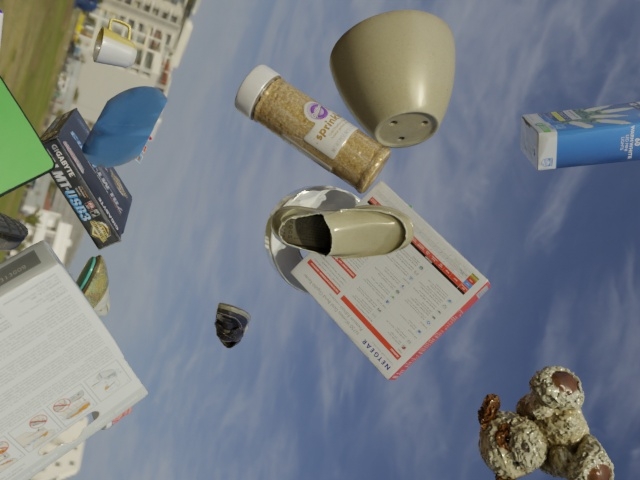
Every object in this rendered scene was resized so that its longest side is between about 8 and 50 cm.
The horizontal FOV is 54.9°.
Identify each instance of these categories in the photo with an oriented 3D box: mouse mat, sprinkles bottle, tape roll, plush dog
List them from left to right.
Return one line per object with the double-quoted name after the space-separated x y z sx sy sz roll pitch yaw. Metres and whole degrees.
-0.431 -0.149 0.772 0.007 0.190 0.153 -19 -162 27 "mouse mat"
-0.018 -0.248 1.374 0.121 0.355 0.121 -54 174 -8 "sprinkles bottle"
0.000 0.000 1.591 0.100 0.286 0.286 -161 -93 -74 "tape roll"
0.439 0.406 1.282 0.210 0.225 0.263 66 6 -80 "plush dog"

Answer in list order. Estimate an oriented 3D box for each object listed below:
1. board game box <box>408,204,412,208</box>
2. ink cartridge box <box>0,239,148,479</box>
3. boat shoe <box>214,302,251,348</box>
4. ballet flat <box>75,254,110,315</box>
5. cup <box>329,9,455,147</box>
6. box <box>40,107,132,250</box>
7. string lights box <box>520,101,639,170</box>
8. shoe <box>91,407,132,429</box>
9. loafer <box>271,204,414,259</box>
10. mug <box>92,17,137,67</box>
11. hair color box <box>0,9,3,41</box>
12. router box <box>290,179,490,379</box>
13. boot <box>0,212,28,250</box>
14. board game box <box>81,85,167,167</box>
0.189 0.088 1.675 0.317 0.064 0.242 83 22 -54 "board game box"
-0.503 0.226 1.037 0.091 0.308 0.385 39 -26 39 "ink cartridge box"
-0.273 0.265 1.874 0.285 0.102 0.092 105 5 -68 "boat shoe"
-0.584 0.169 1.505 0.348 0.123 0.123 -45 -145 24 "ballet flat"
0.202 -0.379 1.577 0.331 0.331 0.237 -40 -128 51 "cup"
-0.592 -0.164 1.569 0.073 0.296 0.293 -25 -154 -1 "box"
0.525 -0.200 1.162 0.133 0.259 0.077 -85 168 -64 "string lights box"
-0.475 0.325 1.374 0.063 0.081 0.178 1 -74 34 "shoe"
0.037 -0.010 1.127 0.092 0.268 0.102 -71 161 -71 "loafer"
-0.357 -0.342 1.084 0.078 0.064 0.062 -61 -144 25 "mug"
-0.728 -0.298 1.166 0.110 0.185 0.339 42 -56 30 "hair color box"
0.150 0.085 1.377 0.301 0.082 0.335 -45 -112 5 "router box"
-0.673 0.030 1.110 0.338 0.118 0.223 16 -102 39 "boot"
-0.324 -0.185 1.042 0.133 0.033 0.169 7 -115 26 "board game box"
